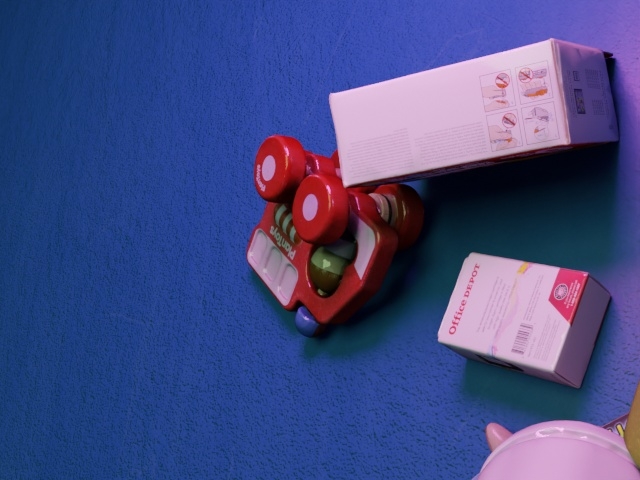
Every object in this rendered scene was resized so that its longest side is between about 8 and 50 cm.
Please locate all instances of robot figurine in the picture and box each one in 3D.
[{"bbox_3d":[0.223,0.300,0.946,0.299,0.353,0.200,5,110,22],"label":"robot figurine"}]

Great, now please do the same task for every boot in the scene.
[{"bbox_3d":[0.245,0.240,1.166,0.118,0.042,0.087,53,141,28],"label":"boot"}]

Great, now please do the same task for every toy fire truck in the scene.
[{"bbox_3d":[0.000,0.000,1.488,0.302,0.169,0.254,47,124,47],"label":"toy fire truck"}]

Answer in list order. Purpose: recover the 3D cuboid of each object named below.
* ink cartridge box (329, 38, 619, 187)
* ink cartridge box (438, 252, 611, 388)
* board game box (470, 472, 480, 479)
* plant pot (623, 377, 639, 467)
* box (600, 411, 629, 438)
[{"bbox_3d":[0.218,-0.162,1.332,0.309,0.271,0.130,-9,91,33],"label":"ink cartridge box"},{"bbox_3d":[0.250,0.095,1.247,0.175,0.072,0.128,11,75,45],"label":"ink cartridge box"},{"bbox_3d":[0.219,0.347,1.153,0.133,0.033,0.169,-46,49,45],"label":"board game box"},{"bbox_3d":[0.419,0.110,0.920,0.294,0.274,0.275,-58,41,21],"label":"plant pot"},{"bbox_3d":[0.378,0.228,1.083,0.207,0.036,0.114,-34,48,23],"label":"box"}]
